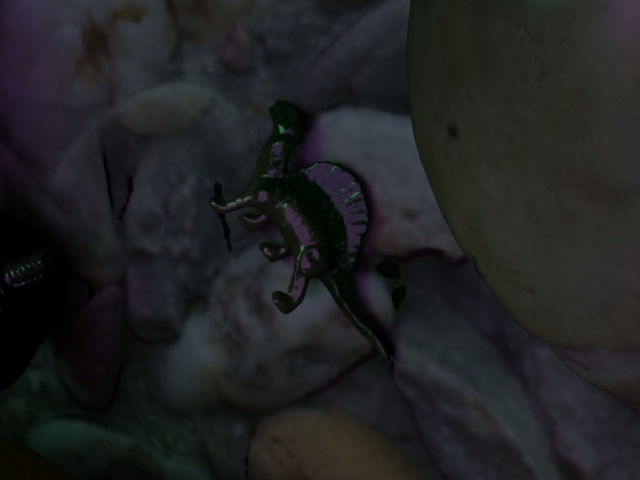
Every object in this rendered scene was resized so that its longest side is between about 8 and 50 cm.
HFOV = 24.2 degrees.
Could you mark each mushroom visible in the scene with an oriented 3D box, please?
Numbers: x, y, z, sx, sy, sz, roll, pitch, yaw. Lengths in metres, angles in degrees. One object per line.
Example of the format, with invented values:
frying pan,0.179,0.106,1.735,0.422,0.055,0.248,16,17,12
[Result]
mushroom,0.149,-0.049,0.450,0.255,0.184,0.255,-5,127,-6

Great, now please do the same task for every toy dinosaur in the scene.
toy dinosaur,0.000,-0.001,0.645,0.060,0.029,0.120,-38,84,21

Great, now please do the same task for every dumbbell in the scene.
dumbbell,-0.204,0.039,0.729,0.208,0.099,0.099,-20,94,33

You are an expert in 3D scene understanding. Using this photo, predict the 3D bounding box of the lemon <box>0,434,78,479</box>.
lemon,-0.199,0.231,0.651,0.336,0.336,0.336,9,108,28
